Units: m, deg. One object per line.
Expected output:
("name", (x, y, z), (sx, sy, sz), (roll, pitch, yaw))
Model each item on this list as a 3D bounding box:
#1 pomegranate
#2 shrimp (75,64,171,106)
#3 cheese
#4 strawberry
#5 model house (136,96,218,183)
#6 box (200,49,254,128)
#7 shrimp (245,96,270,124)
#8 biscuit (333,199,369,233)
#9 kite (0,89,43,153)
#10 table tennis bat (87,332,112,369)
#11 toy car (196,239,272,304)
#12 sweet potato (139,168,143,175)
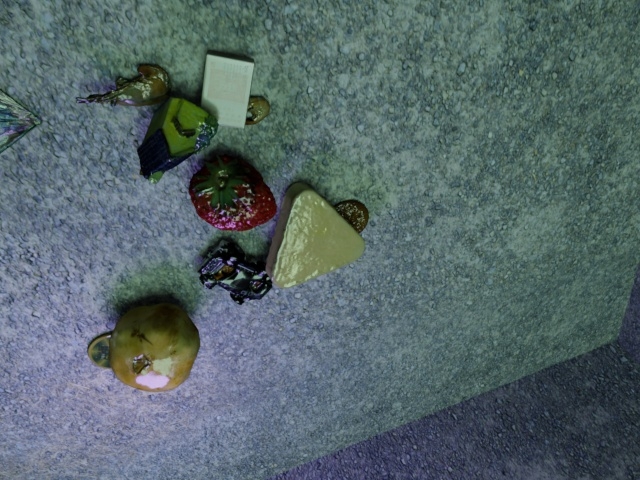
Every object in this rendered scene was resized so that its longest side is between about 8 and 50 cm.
("pomegranate", (-0.612, 0.394, 2.085), (0.333, 0.332, 0.332), (-11, 132, -13))
("shrimp", (-0.547, -0.431, 1.561), (0.262, 0.066, 0.117), (-10, 119, -32))
("cheese", (0.000, 0.001, 2.055), (0.384, 0.104, 0.383), (-10, 116, -21))
("strawberry", (-0.280, -0.130, 1.819), (0.239, 0.250, 0.288), (-30, 159, -4))
("model house", (-0.410, -0.265, 1.598), (0.170, 0.211, 0.194), (31, 151, -31))
("box", (-0.274, -0.436, 1.632), (0.141, 0.058, 0.201), (8, 118, -12))
("shrimp", (-0.234, -0.396, 1.739), (0.163, 0.045, 0.095), (-18, 155, -13))
("biscuit", (0.099, -0.073, 2.152), (0.188, 0.027, 0.187), (-11, 131, -13))
("kite", (-0.952, -0.337, 1.513), (0.369, 0.014, 0.406), (0, 130, -21))
("table tennis bat", (-0.764, 0.448, 2.255), (0.321, 0.050, 0.198), (11, 122, -24))
("toy car", (-0.310, 0.127, 2.099), (0.193, 0.118, 0.301), (-46, 131, 12))
("sweet potato", (-0.499, -0.261, 1.733), (0.182, 0.054, 0.053), (-35, 127, 13))
